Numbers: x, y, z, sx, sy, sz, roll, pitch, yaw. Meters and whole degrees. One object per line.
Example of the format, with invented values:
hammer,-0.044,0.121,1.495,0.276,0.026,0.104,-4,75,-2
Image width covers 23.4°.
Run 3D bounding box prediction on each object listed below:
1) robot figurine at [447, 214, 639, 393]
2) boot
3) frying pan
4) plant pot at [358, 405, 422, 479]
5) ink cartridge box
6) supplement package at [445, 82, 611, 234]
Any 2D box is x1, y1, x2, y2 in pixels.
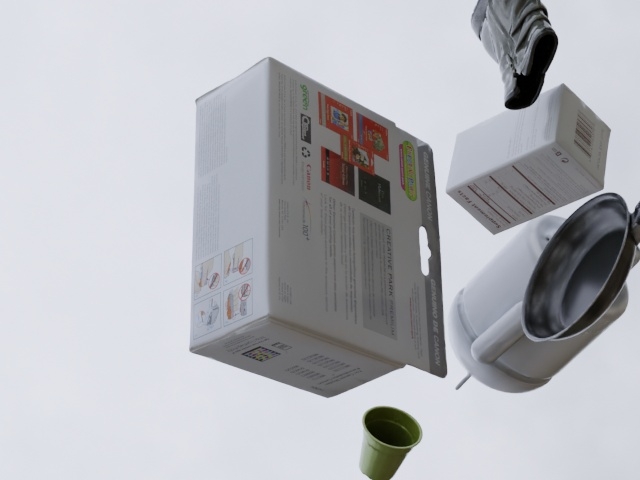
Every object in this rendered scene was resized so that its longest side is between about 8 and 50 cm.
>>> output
robot figurine,0.332,0.101,2.380,0.353,0.200,0.300,-49,-14,34
boot,0.254,-0.288,1.846,0.083,0.161,0.246,-3,-45,-15
frying pan,0.339,-0.015,1.780,0.053,0.197,0.326,30,-72,-16
plant pot,0.086,0.277,2.051,0.083,0.083,0.079,-21,-42,-44
ink cartridge box,0.000,0.000,1.692,0.272,0.130,0.309,24,-126,-38
supplement package,0.262,-0.101,1.953,0.105,0.179,0.105,39,-133,-29
